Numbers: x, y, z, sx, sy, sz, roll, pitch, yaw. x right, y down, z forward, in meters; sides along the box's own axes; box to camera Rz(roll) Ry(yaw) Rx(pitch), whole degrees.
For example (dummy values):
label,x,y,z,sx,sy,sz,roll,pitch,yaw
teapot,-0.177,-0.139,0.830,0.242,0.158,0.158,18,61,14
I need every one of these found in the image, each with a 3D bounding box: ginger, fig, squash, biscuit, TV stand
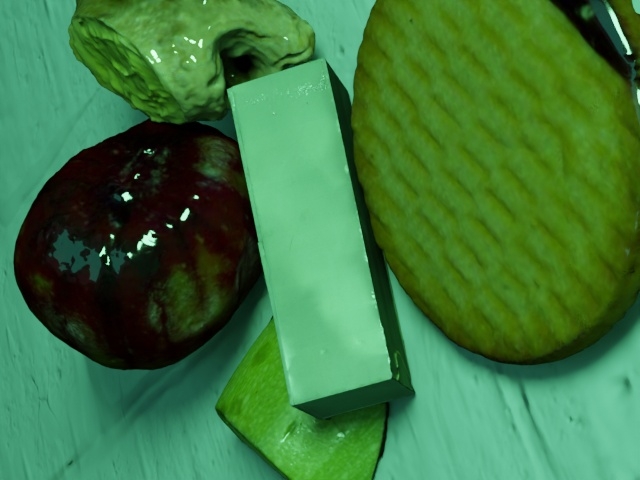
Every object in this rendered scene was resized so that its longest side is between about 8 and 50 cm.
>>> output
label,x,y,z,sx,sy,sz,roll,pitch,yaw
ginger,-0.115,-0.206,1.254,0.275,0.221,0.130,22,142,35
fig,-0.161,0.010,1.259,0.263,0.224,0.224,-44,54,44
squash,-0.031,0.127,1.183,0.192,0.085,0.184,30,112,48
biscuit,0.124,-0.068,0.989,0.318,0.040,0.318,19,112,54
TV stand,0.000,0.000,1.128,0.088,0.083,0.270,-15,70,12
